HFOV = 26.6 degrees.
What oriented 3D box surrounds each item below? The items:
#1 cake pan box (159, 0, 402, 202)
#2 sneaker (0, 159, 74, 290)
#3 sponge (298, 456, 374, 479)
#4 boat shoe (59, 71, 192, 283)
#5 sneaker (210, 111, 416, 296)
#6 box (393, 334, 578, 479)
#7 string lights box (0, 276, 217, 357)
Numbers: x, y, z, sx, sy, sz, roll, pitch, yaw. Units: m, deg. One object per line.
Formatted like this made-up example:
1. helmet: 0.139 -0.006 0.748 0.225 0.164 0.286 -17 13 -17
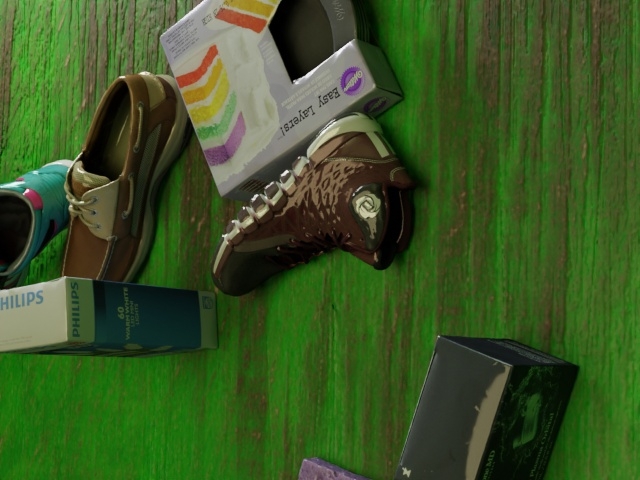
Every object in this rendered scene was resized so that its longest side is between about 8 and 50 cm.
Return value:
1. cake pan box: -0.050 -0.214 1.635 0.267 0.070 0.245 -32 70 28
2. sneaker: -0.442 0.018 1.807 0.124 0.178 0.295 46 112 6
3. sponge: 0.055 0.331 1.520 0.210 0.031 0.117 16 94 35
4. boat shoe: -0.278 -0.070 1.745 0.123 0.120 0.324 25 99 35
5. sneaker: 0.000 0.000 1.554 0.281 0.106 0.162 -49 64 20
6. box: 0.171 0.185 1.376 0.093 0.158 0.155 21 97 35
7. string lights box: -0.258 0.096 1.627 0.133 0.260 0.076 -10 79 35
